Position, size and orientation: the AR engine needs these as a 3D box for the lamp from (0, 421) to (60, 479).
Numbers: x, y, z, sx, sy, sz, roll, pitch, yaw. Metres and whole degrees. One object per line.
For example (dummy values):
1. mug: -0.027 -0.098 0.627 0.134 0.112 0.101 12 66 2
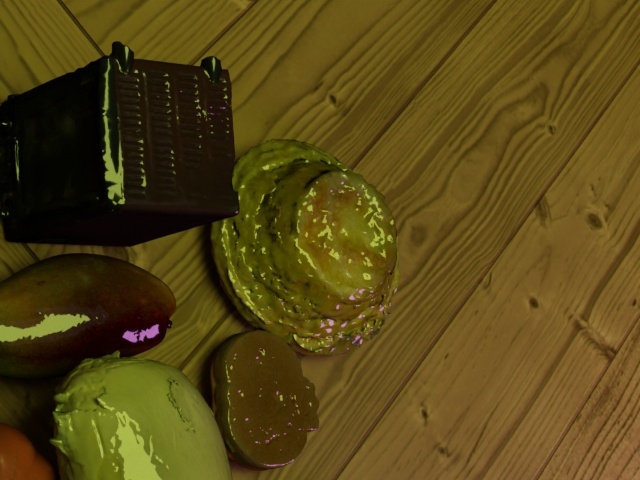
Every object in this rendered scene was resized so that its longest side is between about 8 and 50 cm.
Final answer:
1. lamp: -0.349 0.273 1.687 0.188 0.164 0.187 14 68 -38

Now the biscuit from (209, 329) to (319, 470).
1. biscuit: -0.073 0.194 2.011 0.170 0.050 0.170 16 68 -44

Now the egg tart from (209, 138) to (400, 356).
1. egg tart: 0.000 0.000 2.073 0.294 0.123 0.294 12 70 -35

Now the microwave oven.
1. microwave oven: -0.231 -0.096 1.834 0.188 0.247 0.178 5 77 -37

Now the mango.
1. mango: -0.282 0.081 1.827 0.267 0.111 0.133 -9 82 -38

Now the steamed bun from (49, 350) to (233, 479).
1. steamed bun: -0.181 0.232 1.765 0.166 0.273 0.232 -9 79 4
